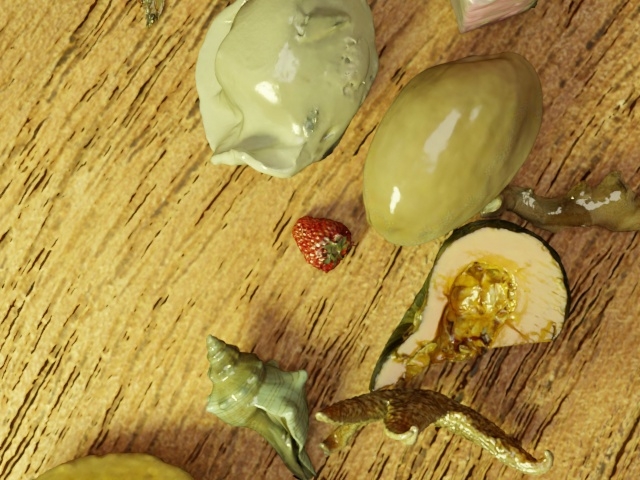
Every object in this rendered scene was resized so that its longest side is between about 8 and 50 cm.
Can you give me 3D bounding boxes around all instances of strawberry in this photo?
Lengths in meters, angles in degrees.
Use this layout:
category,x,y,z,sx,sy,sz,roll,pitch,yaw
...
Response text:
category,x,y,z,sx,sy,sz,roll,pitch,yaw
strawberry,0.000,0.000,1.744,0.083,0.073,0.073,32,91,36

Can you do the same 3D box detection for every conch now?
category,x,y,z,sx,sy,sz,roll,pitch,yaw
conch,-0.064,0.205,1.715,0.234,0.137,0.114,34,65,-9

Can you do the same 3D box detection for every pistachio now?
category,x,y,z,sx,sy,sz,roll,pitch,yaw
pistachio,0.164,-0.124,1.687,0.181,0.162,0.293,39,91,-8

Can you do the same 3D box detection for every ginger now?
category,x,y,z,sx,sy,sz,roll,pitch,yaw
ginger,0.348,-0.050,1.733,0.288,0.075,0.089,2,112,-4

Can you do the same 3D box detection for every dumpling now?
category,x,y,z,sx,sy,sz,roll,pitch,yaw
dumpling,-0.051,-0.232,1.711,0.243,0.187,0.318,6,81,39

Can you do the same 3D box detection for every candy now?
category,x,y,z,sx,sy,sz,roll,pitch,yaw
candy,0.208,-0.357,1.634,0.116,0.265,0.155,-20,91,4

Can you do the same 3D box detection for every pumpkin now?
category,x,y,z,sx,sy,sz,roll,pitch,yaw
pumpkin,0.206,0.112,1.703,0.190,0.139,0.280,30,92,2

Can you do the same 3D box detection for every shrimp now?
category,x,y,z,sx,sy,sz,roll,pitch,yaw
shrimp,-0.234,-0.339,1.758,0.059,0.023,0.108,11,91,10

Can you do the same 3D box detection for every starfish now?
category,x,y,z,sx,sy,sz,roll,pitch,yaw
starfish,0.121,0.233,1.647,0.375,0.327,0.094,14,77,-32

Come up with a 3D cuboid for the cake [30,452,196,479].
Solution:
category,x,y,z,sx,sy,sz,roll,pitch,yaw
cake,-0.254,0.481,1.665,0.332,0.332,0.321,-8,128,0
